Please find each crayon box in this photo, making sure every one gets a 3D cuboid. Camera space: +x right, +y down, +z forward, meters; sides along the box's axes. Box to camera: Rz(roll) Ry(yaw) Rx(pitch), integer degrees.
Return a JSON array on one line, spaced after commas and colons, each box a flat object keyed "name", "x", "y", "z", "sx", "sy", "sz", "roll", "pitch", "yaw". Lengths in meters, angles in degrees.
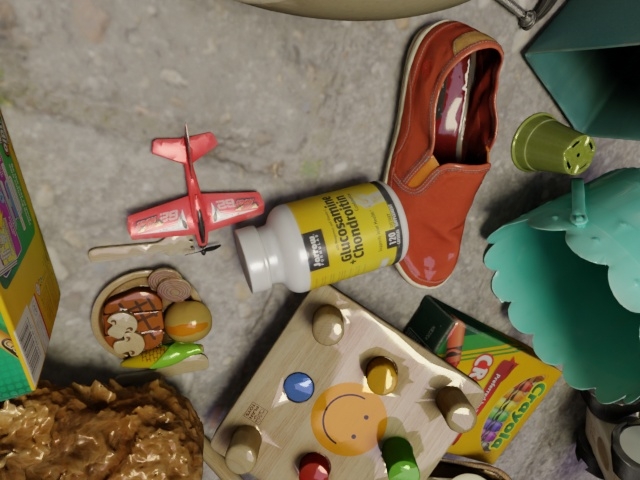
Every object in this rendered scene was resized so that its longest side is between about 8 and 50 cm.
[{"name": "crayon box", "x": -0.301, "y": -0.025, "z": 0.390, "sx": 0.081, "sy": 0.165, "sz": 0.279, "roll": -12, "pitch": 116, "yaw": -16}, {"name": "crayon box", "x": 0.244, "y": 0.237, "z": 0.767, "sx": 0.318, "sy": 0.081, "sz": 0.202, "roll": 26, "pitch": 101, "yaw": -29}]

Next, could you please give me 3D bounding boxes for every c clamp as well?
[{"name": "c clamp", "x": 0.215, "y": -0.301, "z": 0.556, "sx": 0.160, "sy": 0.022, "sz": 0.137, "roll": 15, "pitch": 101, "yaw": -25}]

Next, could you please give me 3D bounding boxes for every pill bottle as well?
[{"name": "pill bottle", "x": 0.000, "y": 0.000, "z": 0.554, "sx": 0.184, "sy": 0.103, "sz": 0.103, "roll": -16, "pitch": 117, "yaw": -15}]

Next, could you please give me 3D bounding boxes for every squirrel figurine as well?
[{"name": "squirrel figurine", "x": -0.327, "y": 0.313, "z": 0.509, "sx": 0.370, "sy": 0.281, "sz": 0.398, "roll": 10, "pitch": 97, "yaw": -14}]

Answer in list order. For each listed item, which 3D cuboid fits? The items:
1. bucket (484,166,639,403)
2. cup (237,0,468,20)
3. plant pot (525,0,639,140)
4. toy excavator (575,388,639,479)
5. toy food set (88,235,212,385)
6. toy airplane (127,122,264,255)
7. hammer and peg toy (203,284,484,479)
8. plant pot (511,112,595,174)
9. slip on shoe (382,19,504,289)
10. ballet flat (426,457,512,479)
[{"name": "bucket", "x": 0.374, "y": 0.050, "z": 0.632, "sx": 0.183, "sy": 0.281, "sz": 0.281, "roll": -29, "pitch": 120, "yaw": -9}, {"name": "cup", "x": 0.073, "y": -0.312, "z": 0.354, "sx": 0.236, "sy": 0.331, "sz": 0.331, "roll": -3, "pitch": 116, "yaw": -48}, {"name": "plant pot", "x": 0.409, "y": -0.263, "z": 0.569, "sx": 0.165, "sy": 0.165, "sz": 0.234, "roll": 36, "pitch": 89, "yaw": -30}, {"name": "toy excavator", "x": 0.716, "y": 0.326, "z": 0.888, "sx": 0.444, "sy": 0.433, "sz": 0.223, "roll": -6, "pitch": 118, "yaw": 12}, {"name": "toy food set", "x": -0.193, "y": 0.092, "z": 0.556, "sx": 0.132, "sy": 0.038, "sz": 0.192, "roll": -9, "pitch": 115, "yaw": -17}, {"name": "toy airplane", "x": -0.139, "y": -0.052, "z": 0.520, "sx": 0.151, "sy": 0.028, "sz": 0.151, "roll": -11, "pitch": 115, "yaw": -23}, {"name": "hammer and peg toy", "x": -0.002, "y": 0.260, "z": 0.600, "sx": 0.265, "sy": 0.127, "sz": 0.361, "roll": 34, "pitch": 95, "yaw": -3}, {"name": "plant pot", "x": 0.313, "y": -0.121, "z": 0.637, "sx": 0.083, "sy": 0.079, "sz": 0.084, "roll": -8, "pitch": 116, "yaw": -17}, {"name": "slip on shoe", "x": 0.146, "y": -0.083, "z": 0.577, "sx": 0.122, "sy": 0.101, "sz": 0.332, "roll": -7, "pitch": 116, "yaw": -20}, {"name": "ballet flat", "x": 0.143, "y": 0.363, "z": 0.724, "sx": 0.315, "sy": 0.106, "sz": 0.108, "roll": 3, "pitch": 68, "yaw": -4}]
